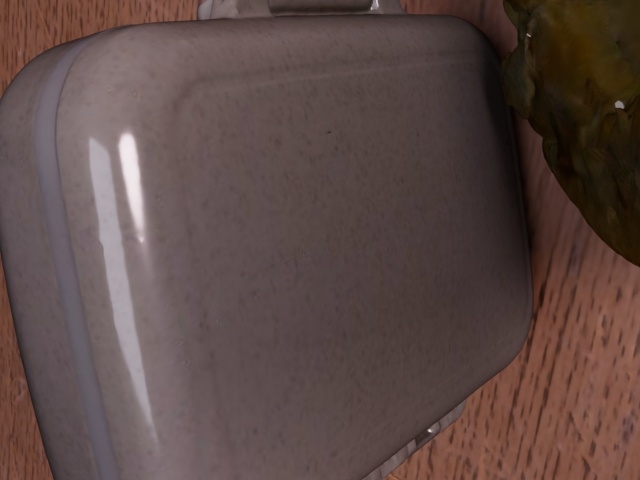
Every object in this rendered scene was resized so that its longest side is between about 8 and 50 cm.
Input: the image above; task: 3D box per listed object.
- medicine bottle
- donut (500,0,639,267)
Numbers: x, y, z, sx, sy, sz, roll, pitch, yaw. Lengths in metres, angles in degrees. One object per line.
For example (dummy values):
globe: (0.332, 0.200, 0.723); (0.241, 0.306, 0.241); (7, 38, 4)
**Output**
medicine bottle: (0.000, 0.000, 0.527); (0.122, 0.375, 0.283); (-1, 101, 37)
donut: (0.191, -0.156, 0.404); (0.169, 0.360, 0.361); (-12, 98, -8)
